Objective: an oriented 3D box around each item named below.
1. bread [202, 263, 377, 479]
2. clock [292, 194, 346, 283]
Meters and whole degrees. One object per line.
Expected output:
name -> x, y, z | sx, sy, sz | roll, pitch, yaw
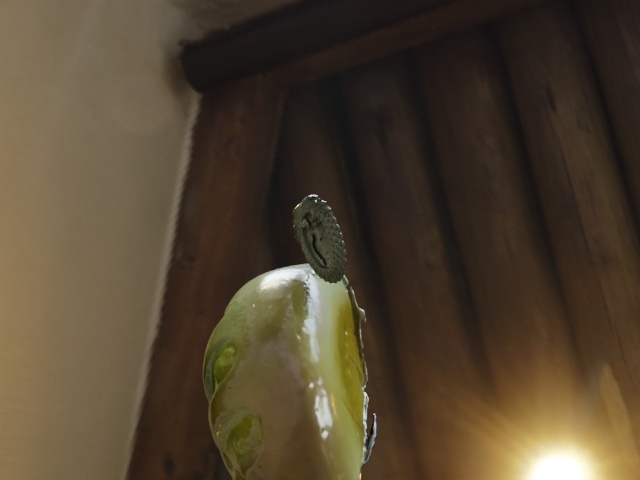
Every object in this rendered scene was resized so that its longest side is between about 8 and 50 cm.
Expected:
bread -> -0.044, 0.122, 1.138 | 0.158, 0.156, 0.260 | -16, -146, 16
clock -> 0.000, 0.000, 1.101 | 0.083, 0.010, 0.074 | 65, -32, 12
